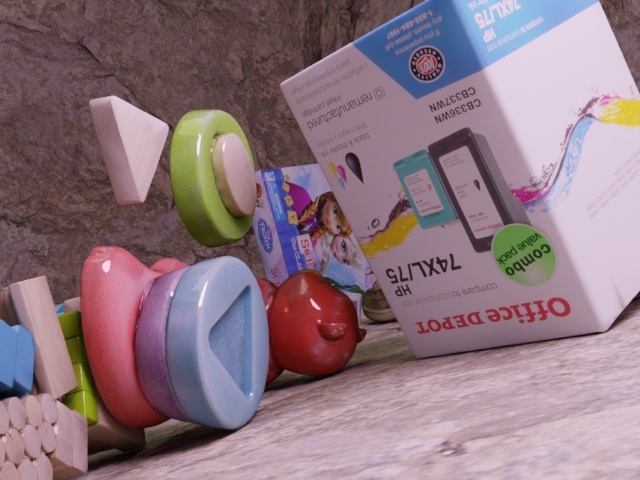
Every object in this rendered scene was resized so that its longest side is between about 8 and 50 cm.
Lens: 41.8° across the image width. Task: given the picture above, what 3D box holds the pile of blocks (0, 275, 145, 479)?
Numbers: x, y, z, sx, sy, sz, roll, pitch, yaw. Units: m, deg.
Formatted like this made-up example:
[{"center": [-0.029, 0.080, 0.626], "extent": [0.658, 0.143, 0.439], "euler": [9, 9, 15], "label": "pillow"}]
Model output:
[{"center": [-0.231, 0.111, 0.545], "extent": [0.112, 0.149, 0.362], "euler": [-16, -1, 7], "label": "pile of blocks"}]

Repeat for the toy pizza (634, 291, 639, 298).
[{"center": [0.255, 0.042, 0.815], "extent": [0.201, 0.032, 0.201], "euler": [-16, -2, -1], "label": "toy pizza"}]

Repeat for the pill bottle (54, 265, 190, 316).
[{"center": [-0.191, 0.115, 0.946], "extent": [0.264, 0.146, 0.146], "euler": [-17, -2, 21], "label": "pill bottle"}]

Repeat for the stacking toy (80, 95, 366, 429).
[{"center": [-0.065, 0.013, 0.720], "extent": [0.130, 0.279, 0.309], "euler": [-5, 0, 19], "label": "stacking toy"}]

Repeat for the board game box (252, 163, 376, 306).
[{"center": [0.000, 0.000, 1.736], "extent": [0.066, 0.319, 0.318], "euler": [-16, -1, 39], "label": "board game box"}]

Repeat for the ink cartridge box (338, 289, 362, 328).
[{"center": [-0.118, 0.097, 1.217], "extent": [0.275, 0.060, 0.239], "euler": [0, 4, -36], "label": "ink cartridge box"}]

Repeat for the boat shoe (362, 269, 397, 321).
[{"center": [0.139, 0.057, 1.177], "extent": [0.104, 0.089, 0.285], "euler": [-16, -2, -27], "label": "boat shoe"}]

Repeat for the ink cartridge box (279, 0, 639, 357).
[{"center": [0.144, -0.071, 0.709], "extent": [0.198, 0.270, 0.197], "euler": [-19, 12, 48], "label": "ink cartridge box"}]
